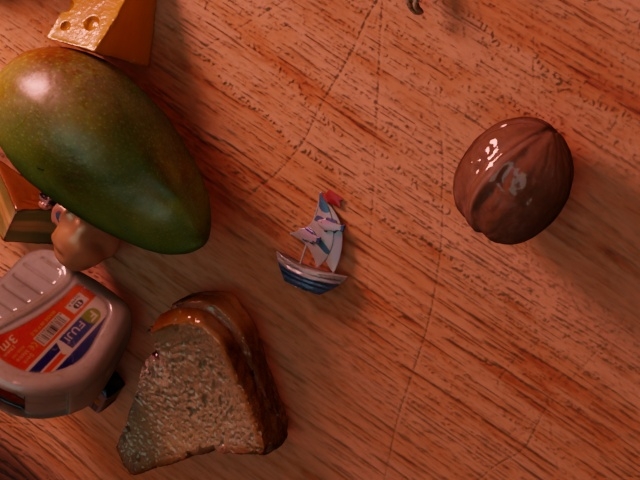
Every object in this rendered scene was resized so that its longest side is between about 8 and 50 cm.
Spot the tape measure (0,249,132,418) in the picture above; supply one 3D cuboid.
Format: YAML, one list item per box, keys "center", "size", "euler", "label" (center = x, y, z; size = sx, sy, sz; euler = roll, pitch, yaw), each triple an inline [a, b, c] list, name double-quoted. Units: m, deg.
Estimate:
- center: [-0.425, 0.152, 1.749]
  size: [0.246, 0.243, 0.125]
  euler: [34, 146, 8]
  label: "tape measure"

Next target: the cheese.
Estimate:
- center: [-0.288, -0.342, 1.625]
  size: [0.093, 0.126, 0.171]
  euler: [19, 95, 26]
  label: "cheese"

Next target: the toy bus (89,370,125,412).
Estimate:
- center: [-0.393, 0.198, 1.854]
  size: [0.172, 0.057, 0.072]
  euler: [37, 127, 11]
  label: "toy bus"

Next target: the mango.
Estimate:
- center: [-0.299, -0.121, 1.617]
  size: [0.382, 0.201, 0.225]
  euler: [41, 146, 8]
  label: "mango"

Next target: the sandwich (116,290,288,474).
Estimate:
- center: [-0.206, 0.216, 1.744]
  size: [0.289, 0.099, 0.254]
  euler: [-17, 104, 29]
  label: "sandwich"

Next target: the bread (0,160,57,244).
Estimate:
- center: [-0.473, -0.064, 1.835]
  size: [0.139, 0.084, 0.074]
  euler: [53, 126, 39]
  label: "bread"

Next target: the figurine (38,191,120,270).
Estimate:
- center: [-0.378, -0.049, 1.743]
  size: [0.196, 0.108, 0.114]
  euler: [55, 133, 10]
  label: "figurine"

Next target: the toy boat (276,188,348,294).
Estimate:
- center: [0.005, 0.011, 1.625]
  size: [0.105, 0.034, 0.149]
  euler: [43, 107, 11]
  label: "toy boat"

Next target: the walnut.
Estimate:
- center: [0.236, -0.074, 1.422]
  size: [0.140, 0.140, 0.162]
  euler: [43, 108, 8]
  label: "walnut"

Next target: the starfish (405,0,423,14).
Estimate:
- center: [0.105, -0.381, 1.430]
  size: [0.176, 0.053, 0.208]
  euler: [-13, 101, 18]
  label: "starfish"
